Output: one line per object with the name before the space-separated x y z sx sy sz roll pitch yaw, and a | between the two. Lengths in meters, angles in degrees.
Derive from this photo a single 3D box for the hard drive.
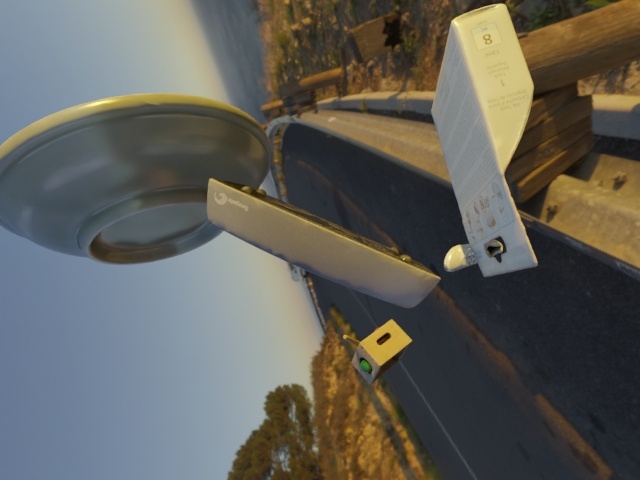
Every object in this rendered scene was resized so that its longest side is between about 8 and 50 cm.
hard drive | 0.000 0.000 0.484 0.172 0.254 0.054 -68 1 -84

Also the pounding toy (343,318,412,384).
pounding toy | 0.127 0.261 0.979 0.100 0.141 0.130 46 147 27

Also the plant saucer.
plant saucer | -0.251 -0.050 0.615 0.400 0.400 0.101 89 160 -74

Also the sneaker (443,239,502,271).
sneaker | 0.359 0.032 0.959 0.061 0.152 0.054 31 145 66

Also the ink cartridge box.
ink cartridge box | 0.300 -0.138 0.714 0.308 0.091 0.385 43 -148 -78
